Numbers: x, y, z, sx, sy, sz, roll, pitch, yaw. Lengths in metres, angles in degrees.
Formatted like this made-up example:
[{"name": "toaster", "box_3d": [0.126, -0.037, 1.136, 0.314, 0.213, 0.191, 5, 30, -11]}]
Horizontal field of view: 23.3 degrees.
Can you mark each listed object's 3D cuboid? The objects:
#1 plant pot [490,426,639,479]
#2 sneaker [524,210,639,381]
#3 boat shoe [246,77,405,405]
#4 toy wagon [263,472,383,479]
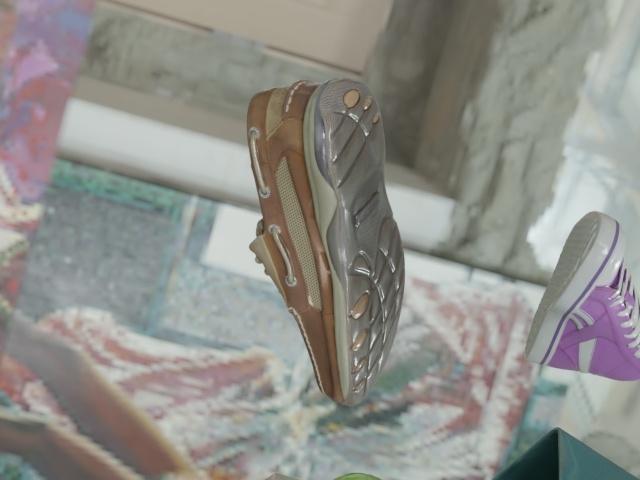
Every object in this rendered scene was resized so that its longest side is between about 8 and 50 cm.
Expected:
[{"name": "plant pot", "box_3d": [0.274, 0.332, 1.507, 0.165, 0.234, 0.166, -48, -158, 37]}, {"name": "sneaker", "box_3d": [0.331, 0.068, 1.704, 0.282, 0.161, 0.102, 97, 11, -63]}, {"name": "boat shoe", "box_3d": [0.000, 0.000, 1.426, 0.123, 0.116, 0.324, -40, 131, -52]}, {"name": "toy wagon", "box_3d": [0.065, 0.287, 0.855, 0.068, 0.344, 0.267, -37, -170, 18]}]
